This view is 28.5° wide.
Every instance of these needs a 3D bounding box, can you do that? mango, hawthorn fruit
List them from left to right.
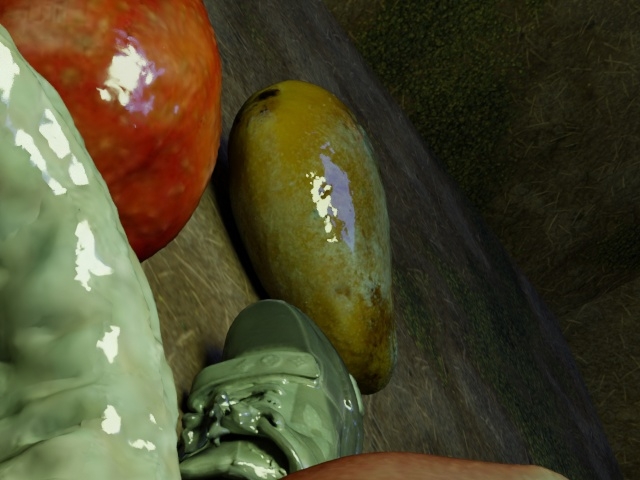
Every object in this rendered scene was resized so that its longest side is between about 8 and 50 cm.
[{"bbox_3d":[-0.151,-0.064,0.721,0.205,0.205,0.253,48,27,-41],"label":"hawthorn fruit"},{"bbox_3d":[0.000,0.000,1.220,0.193,0.146,0.316,-17,93,-74],"label":"mango"}]

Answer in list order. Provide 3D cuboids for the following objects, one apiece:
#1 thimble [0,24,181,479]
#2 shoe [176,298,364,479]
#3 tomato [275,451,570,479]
[{"bbox_3d":[-0.193,0.026,0.400,0.291,0.195,0.291,56,15,-23],"label":"thimble"},{"bbox_3d":[-0.042,0.131,0.863,0.149,0.109,0.293,54,20,-45],"label":"shoe"},{"bbox_3d":[0.046,0.247,0.543,0.321,0.321,0.321,54,16,-23],"label":"tomato"}]
